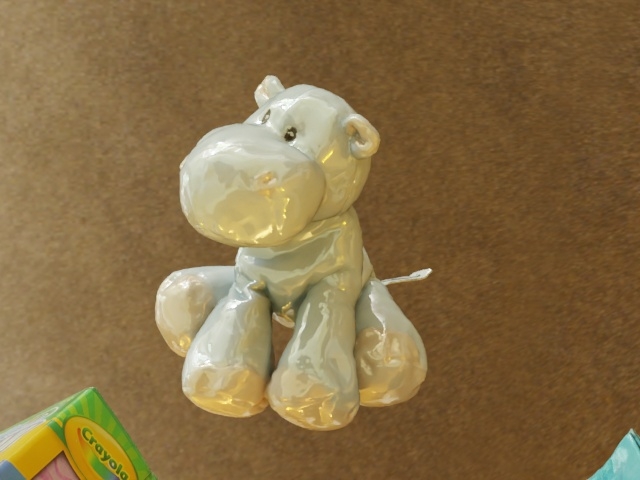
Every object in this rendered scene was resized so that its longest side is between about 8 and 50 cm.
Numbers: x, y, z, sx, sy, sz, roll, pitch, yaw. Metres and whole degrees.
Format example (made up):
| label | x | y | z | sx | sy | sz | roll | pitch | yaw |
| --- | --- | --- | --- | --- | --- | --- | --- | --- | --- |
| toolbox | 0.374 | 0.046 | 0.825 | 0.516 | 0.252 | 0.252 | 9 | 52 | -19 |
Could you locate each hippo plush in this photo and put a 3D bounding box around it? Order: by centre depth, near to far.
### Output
| label | x | y | z | sx | sy | sz | roll | pitch | yaw |
| --- | --- | --- | --- | --- | --- | --- | --- | --- | --- |
| hippo plush | 0.000 | 0.000 | 0.888 | 0.234 | 0.294 | 0.237 | 35 | 138 | 35 |

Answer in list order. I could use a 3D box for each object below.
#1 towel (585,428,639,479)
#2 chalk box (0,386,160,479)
| label | x | y | z | sx | sy | sz | roll | pitch | yaw |
| --- | --- | --- | --- | --- | --- | --- | --- | --- | --- |
| towel | 0.126 | 0.315 | 0.758 | 0.040 | 0.271 | 0.370 | 44 | 106 | -8 |
| chalk box | -0.177 | 0.211 | 0.572 | 0.180 | 0.289 | 0.179 | -29 | 97 | 22 |
